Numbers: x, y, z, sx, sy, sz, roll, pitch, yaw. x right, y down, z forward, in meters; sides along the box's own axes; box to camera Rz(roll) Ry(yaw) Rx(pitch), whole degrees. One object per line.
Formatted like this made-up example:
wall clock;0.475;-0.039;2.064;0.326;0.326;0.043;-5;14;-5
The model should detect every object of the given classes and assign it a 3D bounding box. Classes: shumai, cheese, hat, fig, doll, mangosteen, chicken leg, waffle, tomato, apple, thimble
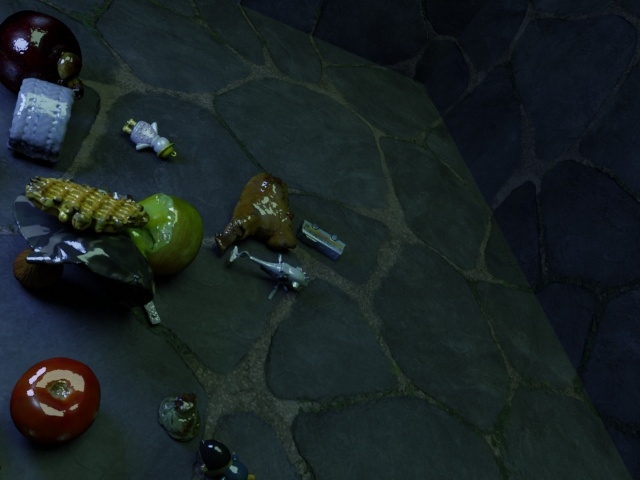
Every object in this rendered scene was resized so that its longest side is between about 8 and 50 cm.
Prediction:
shumai;-0.341;0.432;1.464;0.124;0.087;0.099;47;36;10
cheese;-0.503;0.158;1.662;0.097;0.037;0.192;-7;54;-42
hat;-0.602;-0.006;1.521;0.366;0.257;0.382;55;13;-65
fig;-0.732;0.053;1.496;0.119;0.153;0.119;5;45;-5
doll;-0.611;-0.364;2.096;0.207;0.081;0.129;33;66;-10
mangosteen;-0.916;-0.602;1.912;0.293;0.297;0.297;2;31;20
chicken leg;-0.210;-0.056;2.056;0.295;0.182;0.409;51;44;-9
waffle;-0.585;-0.089;1.490;0.329;0.062;0.329;21;10;-4
doll;-0.238;0.554;1.430;0.179;0.088;0.102;56;34;-15
tomato;-0.588;0.359;1.296;0.195;0.136;0.195;21;42;-20
apple;-0.465;-0.027;1.710;0.246;0.226;0.246;33;9;-6
thimble;-0.861;-0.372;1.797;0.157;0.217;0.246;12;62;-25

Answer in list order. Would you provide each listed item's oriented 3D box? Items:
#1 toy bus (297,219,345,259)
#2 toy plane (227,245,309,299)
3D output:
toy bus;0.000;0.000;2.233;0.190;0.064;0.075;30;49;-11
toy plane;-0.159;0.084;1.950;0.273;0.107;0.182;44;48;-13
